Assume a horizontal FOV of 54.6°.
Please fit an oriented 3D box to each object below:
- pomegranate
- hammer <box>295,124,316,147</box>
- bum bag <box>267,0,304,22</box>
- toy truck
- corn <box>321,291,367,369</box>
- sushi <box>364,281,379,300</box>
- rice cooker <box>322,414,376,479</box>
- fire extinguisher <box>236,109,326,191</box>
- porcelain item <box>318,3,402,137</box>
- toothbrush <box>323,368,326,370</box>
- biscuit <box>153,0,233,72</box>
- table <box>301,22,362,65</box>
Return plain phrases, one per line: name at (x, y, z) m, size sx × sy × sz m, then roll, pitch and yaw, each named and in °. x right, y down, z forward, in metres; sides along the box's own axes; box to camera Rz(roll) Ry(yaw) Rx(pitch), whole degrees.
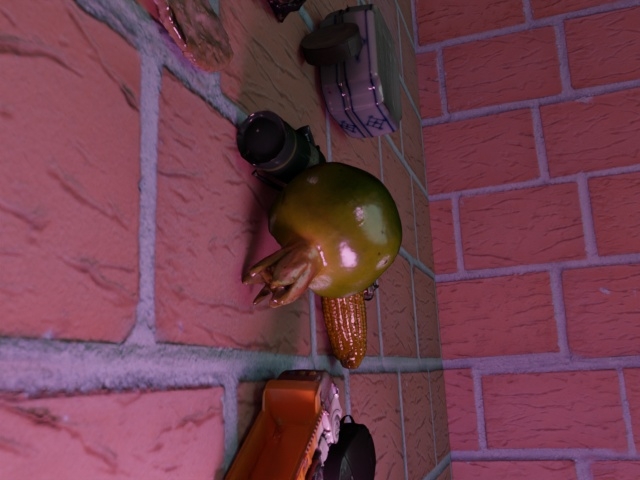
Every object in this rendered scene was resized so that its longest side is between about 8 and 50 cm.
pomegranate at (0.000, 0.000, 1.027) m, size 0.302 × 0.235 × 0.236 m, roll -38°, pitch 121°, yaw -46°
hammer at (-0.004, -0.106, 1.324) m, size 0.137 × 0.037 × 0.290 m, roll -72°, pitch 150°, yaw -55°
bum bag at (-0.079, -0.487, 1.162) m, size 0.069 × 0.102 × 0.248 m, roll 55°, pitch 13°, yaw 14°
toy truck at (-0.050, 0.304, 0.927) m, size 0.270 × 0.114 × 0.135 m, roll -59°, pitch 143°, yaw -59°
corn at (0.050, 0.146, 1.307) m, size 0.097 × 0.097 × 0.262 m, roll -40°, pitch 126°, yaw -68°
sushi at (0.128, 0.115, 1.629) m, size 0.083 × 0.044 × 0.046 m, roll -79°, pitch 156°, yaw -47°
rice cooker at (0.031, 0.404, 1.114) m, size 0.203 × 0.118 × 0.142 m, roll -31°, pitch 112°, yaw -70°
fire extinguisher at (-0.051, -0.144, 1.120) m, size 0.294 × 0.093 × 0.118 m, roll 23°, pitch 81°, yaw -70°
porcelain item at (0.101, -0.422, 1.566) m, size 0.281 × 0.157 × 0.286 m, roll 26°, pitch 60°, yaw -66°
toothbrush at (0.001, 0.312, 1.226) m, size 0.013 × 0.011 × 0.131 m, roll 83°, pitch 13°, yaw -45°
biscuit at (-0.189, -0.324, 0.853) m, size 0.250 × 0.032 × 0.133 m, roll 63°, pitch 26°, yaw -46°
table at (0.026, -0.438, 1.382) m, size 0.134 × 0.133 × 0.043 m, roll -75°, pitch 154°, yaw -49°
